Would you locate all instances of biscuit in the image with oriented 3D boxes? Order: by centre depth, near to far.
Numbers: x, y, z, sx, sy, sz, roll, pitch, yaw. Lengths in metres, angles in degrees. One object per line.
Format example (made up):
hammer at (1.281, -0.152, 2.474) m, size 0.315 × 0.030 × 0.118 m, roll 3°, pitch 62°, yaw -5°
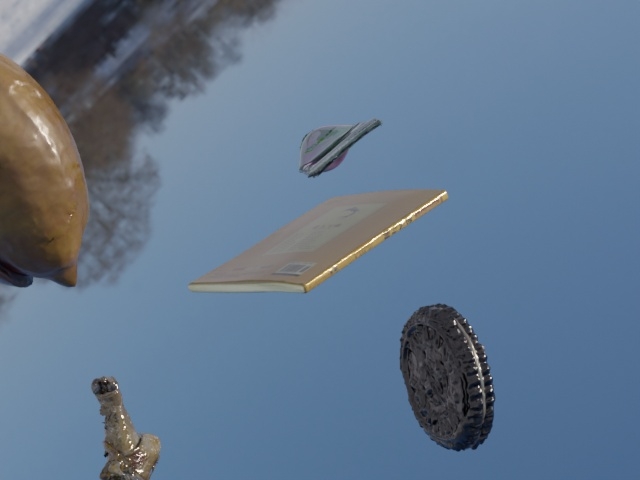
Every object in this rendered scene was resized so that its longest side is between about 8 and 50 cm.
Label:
biscuit at (0.156, 0.172, 1.624) m, size 0.053 × 0.194 × 0.194 m, roll -11°, pitch 179°, yaw -23°

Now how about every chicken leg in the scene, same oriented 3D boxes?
chicken leg at (-0.301, 0.308, 2.006) m, size 0.080 × 0.196 × 0.125 m, roll -14°, pitch 158°, yaw 16°

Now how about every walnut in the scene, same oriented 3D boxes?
walnut at (-0.270, -0.062, 1.096) m, size 0.137 × 0.245 × 0.137 m, roll -23°, pitch -167°, yaw 6°

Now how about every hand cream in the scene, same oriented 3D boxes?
hand cream at (0.011, -0.095, 1.360) m, size 0.275 × 0.050 × 0.079 m, roll -146°, pitch -100°, yaw -84°

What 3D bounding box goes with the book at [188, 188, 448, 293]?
book at (0.000, 0.000, 2.143) m, size 0.269 × 0.032 × 0.389 m, roll -2°, pitch -158°, yaw 44°
